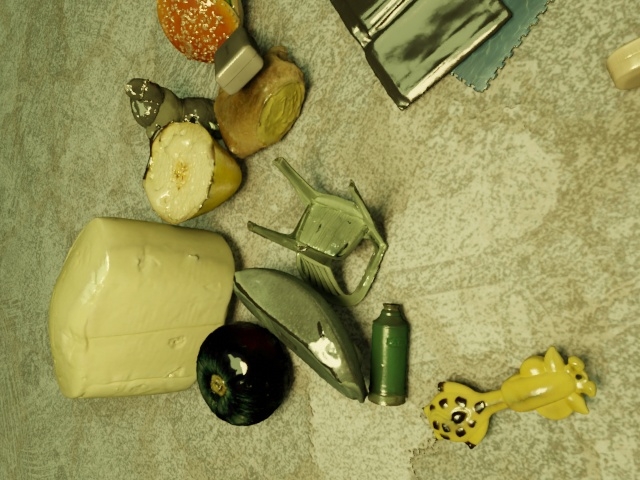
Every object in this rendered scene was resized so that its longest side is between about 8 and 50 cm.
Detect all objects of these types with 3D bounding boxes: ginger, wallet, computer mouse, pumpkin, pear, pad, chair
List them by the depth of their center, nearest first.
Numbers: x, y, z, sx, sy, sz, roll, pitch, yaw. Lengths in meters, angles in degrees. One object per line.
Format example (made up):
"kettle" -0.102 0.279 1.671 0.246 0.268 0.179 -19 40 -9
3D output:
"pad" 0.274 -0.441 0.802 0.269 0.012 0.269 44 113 27
"wallet" 0.163 -0.446 0.848 0.247 0.041 0.322 -38 72 30
"chair" 0.000 0.000 0.890 0.204 0.275 0.190 23 79 35
"computer mouse" -0.027 0.162 0.896 0.374 0.203 0.114 37 69 27
"pumpkin" -0.178 0.302 1.024 0.233 0.163 0.232 4 97 33
"ginger" -0.150 -0.320 1.031 0.221 0.130 0.275 39 107 36
"pear" -0.290 -0.148 1.090 0.267 0.178 0.266 -6 80 33

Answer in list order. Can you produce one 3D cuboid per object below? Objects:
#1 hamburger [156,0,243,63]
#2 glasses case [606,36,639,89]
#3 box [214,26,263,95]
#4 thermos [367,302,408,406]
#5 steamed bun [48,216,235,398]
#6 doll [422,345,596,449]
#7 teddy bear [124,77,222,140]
"hamburger" -0.292 -0.547 1.089 0.237 0.147 0.236 11 126 15
"glasses case" 0.498 -0.270 0.600 0.197 0.083 0.050 -21 78 32
"box" -0.182 -0.395 0.973 0.103 0.055 0.243 -40 33 14
"thermos" 0.134 0.215 0.869 0.073 0.083 0.187 3 90 14
"steamed bun" -0.447 0.152 1.089 0.290 0.372 0.455 44 115 44
"doll" 0.296 0.262 0.740 0.291 0.086 0.117 -36 75 32
"teddy bear" -0.394 -0.313 1.150 0.171 0.251 0.144 8 93 49
